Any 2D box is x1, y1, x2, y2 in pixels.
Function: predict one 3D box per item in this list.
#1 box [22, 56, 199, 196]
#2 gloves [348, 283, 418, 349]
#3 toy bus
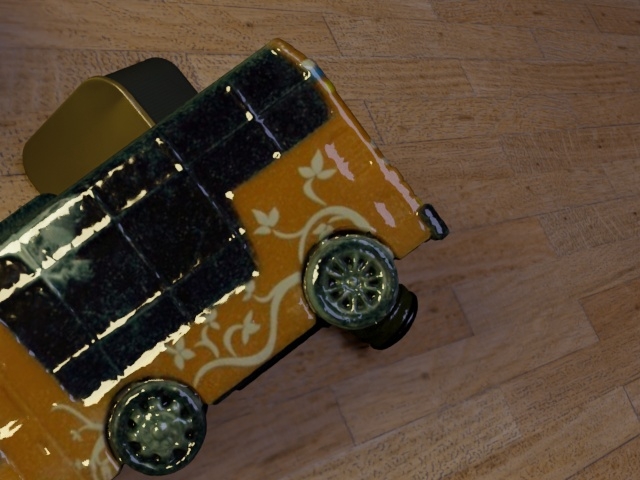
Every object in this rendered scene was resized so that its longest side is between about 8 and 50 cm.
[{"bbox_3d":[-0.132,-0.041,0.822,0.201,0.144,0.090,51,37,-3],"label":"box"},{"bbox_3d":[-0.008,0.005,0.942,0.268,0.107,0.135,52,45,-31],"label":"gloves"},{"bbox_3d":[-0.099,0.029,0.669,0.323,0.162,0.194,-36,94,-5],"label":"toy bus"}]
